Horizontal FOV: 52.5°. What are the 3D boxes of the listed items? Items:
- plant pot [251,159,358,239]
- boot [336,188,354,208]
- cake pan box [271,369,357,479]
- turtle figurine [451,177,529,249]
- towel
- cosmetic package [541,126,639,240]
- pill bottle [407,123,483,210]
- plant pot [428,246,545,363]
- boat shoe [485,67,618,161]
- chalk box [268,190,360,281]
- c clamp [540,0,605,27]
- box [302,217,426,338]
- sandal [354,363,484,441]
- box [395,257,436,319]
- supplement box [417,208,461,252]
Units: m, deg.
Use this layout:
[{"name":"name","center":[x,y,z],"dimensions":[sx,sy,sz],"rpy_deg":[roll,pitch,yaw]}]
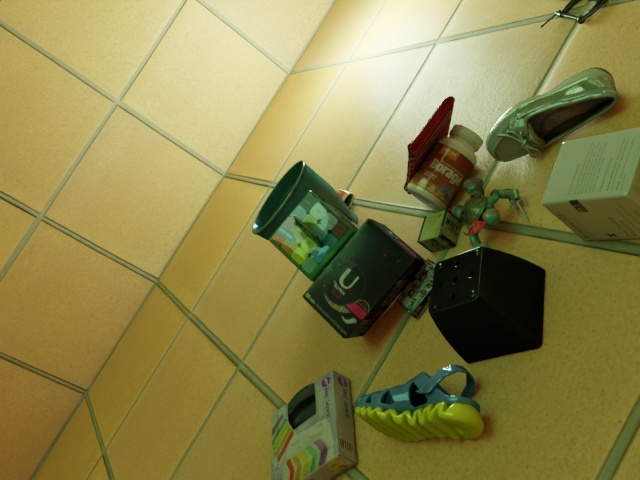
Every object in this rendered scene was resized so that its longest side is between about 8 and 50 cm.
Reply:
[{"name":"plant pot","center":[-0.034,-0.066,2.027],"dimensions":[0.271,0.255,0.271],"rpy_deg":[-49,18,21]},{"name":"boot","center":[0.053,-0.103,2.175],"dimensions":[0.157,0.059,0.085],"rpy_deg":[-58,31,-7]},{"name":"cake pan box","center":[-0.022,0.485,1.613],"dimensions":[0.246,0.070,0.266],"rpy_deg":[-39,30,26]},{"name":"turtle figurine","center":[0.385,-0.066,1.517],"dimensions":[0.175,0.118,0.234],"rpy_deg":[-51,21,10]},{"name":"towel","center":[0.292,-0.254,1.761],"dimensions":[0.198,0.031,0.275],"rpy_deg":[-52,-16,-13]},{"name":"cosmetic package","center":[0.554,-0.101,1.223],"dimensions":[0.184,0.151,0.151],"rpy_deg":[-5,56,59]},{"name":"pill bottle","center":[0.337,-0.196,1.728],"dimensions":[0.216,0.121,0.121],"rpy_deg":[-57,26,-1]},{"name":"plant pot","center":[0.328,0.121,1.331],"dimensions":[0.188,0.167,0.188],"rpy_deg":[-26,40,46]},{"name":"boat shoe","center":[0.530,-0.275,1.508],"dimensions":[0.321,0.118,0.103],"rpy_deg":[-29,32,31]},{"name":"chalk box","center":[0.000,0.000,1.752],"dimensions":[0.180,0.289,0.179],"rpy_deg":[43,98,23]},{"name":"c clamp","center":[0.687,-0.615,1.742],"dimensions":[0.137,0.022,0.160],"rpy_deg":[-47,26,6]},{"name":"box","center":[0.114,0.100,1.664],"dimensions":[0.165,0.143,0.270],"rpy_deg":[43,100,20]},{"name":"sandal","center":[0.208,0.337,1.352],"dimensions":[0.318,0.126,0.138],"rpy_deg":[-15,43,42]},{"name":"box","center":[0.254,0.119,1.612],"dimensions":[0.137,0.027,0.094],"rpy_deg":[-54,25,4]},{"name":"supplement box","center":[0.305,-0.024,1.658],"dimensions":[0.083,0.056,0.083],"rpy_deg":[-19,44,51]}]
